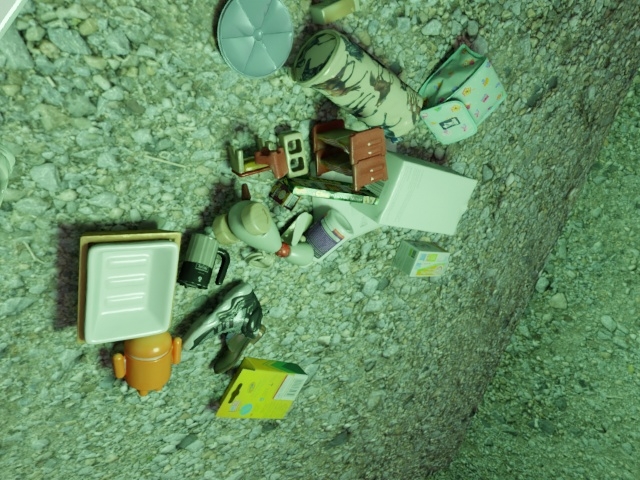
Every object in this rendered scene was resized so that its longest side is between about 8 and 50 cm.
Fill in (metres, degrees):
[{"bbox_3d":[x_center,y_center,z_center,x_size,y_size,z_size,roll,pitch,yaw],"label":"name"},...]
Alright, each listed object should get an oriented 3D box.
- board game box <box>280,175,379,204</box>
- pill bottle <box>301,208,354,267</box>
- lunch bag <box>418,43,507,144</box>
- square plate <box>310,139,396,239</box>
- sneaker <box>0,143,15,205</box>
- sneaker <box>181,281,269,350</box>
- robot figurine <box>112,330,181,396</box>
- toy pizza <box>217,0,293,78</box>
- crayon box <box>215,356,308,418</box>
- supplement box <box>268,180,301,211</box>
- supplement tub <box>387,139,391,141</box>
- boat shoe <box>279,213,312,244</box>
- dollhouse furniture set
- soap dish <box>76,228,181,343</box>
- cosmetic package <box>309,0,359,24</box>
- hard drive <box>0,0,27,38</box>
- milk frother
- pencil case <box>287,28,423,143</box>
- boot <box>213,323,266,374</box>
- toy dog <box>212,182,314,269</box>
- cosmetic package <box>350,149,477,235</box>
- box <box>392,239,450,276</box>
[{"bbox_3d":[0.027,-0.149,1.377,0.260,0.136,0.030,5,109,-22],"label":"board game box"},{"bbox_3d":[0.000,0.000,1.491,0.193,0.108,0.108,-40,140,20],"label":"pill bottle"},{"bbox_3d":[0.452,-0.461,1.571,0.262,0.160,0.223,-47,140,11],"label":"lunch bag"},{"bbox_3d":[0.127,-0.145,1.576,0.347,0.049,0.343,-23,128,-27],"label":"square plate"},{"bbox_3d":[-0.687,-0.050,0.919,0.110,0.118,0.292,21,103,-47],"label":"sneaker"},{"bbox_3d":[-0.275,0.261,1.426,0.268,0.101,0.153,-43,105,-15],"label":"sneaker"},{"bbox_3d":[-0.475,0.322,1.320,0.158,0.128,0.219,9,116,-3],"label":"robot figurine"},{"bbox_3d":[-0.155,-0.491,1.138,0.201,0.032,0.201,-19,126,-29],"label":"toy pizza"},{"bbox_3d":[-0.216,0.526,1.692,0.319,0.081,0.202,24,99,-46],"label":"crayon box"},{"bbox_3d":[-0.103,-0.128,1.372,0.043,0.083,0.055,29,95,-45],"label":"supplement box"},{"bbox_3d":[0.249,-0.372,1.517,0.107,0.071,0.071,-43,135,-11],"label":"supplement tub"},{"bbox_3d":[-0.081,-0.037,1.480,0.133,0.042,0.049,-43,115,-10],"label":"boat shoe"},{"bbox_3d":[-0.029,-0.205,1.272,0.374,0.201,0.152,-20,119,-25],"label":"dollhouse furniture set"},{"bbox_3d":[-0.479,0.104,1.181,0.229,0.118,0.290,-4,118,-36],"label":"soap dish"},{"bbox_3d":[0.037,-0.591,1.213,0.115,0.060,0.041,-32,132,-18],"label":"cosmetic package"},{"bbox_3d":[-0.566,-0.508,0.783,0.318,0.040,0.210,-54,136,2],"label":"hard drive"},{"bbox_3d":[-0.335,0.064,1.303,0.129,0.143,0.134,33,64,-49],"label":"milk frother"},{"bbox_3d":[0.105,-0.412,1.309,0.410,0.159,0.183,18,129,-44],"label":"pencil case"},{"bbox_3d":[-0.288,0.325,1.531,0.219,0.082,0.106,-45,114,-2],"label":"boot"},{"bbox_3d":[-0.147,-0.044,1.329,0.333,0.220,0.160,54,36,-64],"label":"toy dog"},{"bbox_3d":[0.316,-0.155,1.571,0.385,0.156,0.217,7,111,-41],"label":"cosmetic package"},{"bbox_3d":[0.403,0.073,1.899,0.203,0.103,0.114,3,114,-40],"label":"box"}]
